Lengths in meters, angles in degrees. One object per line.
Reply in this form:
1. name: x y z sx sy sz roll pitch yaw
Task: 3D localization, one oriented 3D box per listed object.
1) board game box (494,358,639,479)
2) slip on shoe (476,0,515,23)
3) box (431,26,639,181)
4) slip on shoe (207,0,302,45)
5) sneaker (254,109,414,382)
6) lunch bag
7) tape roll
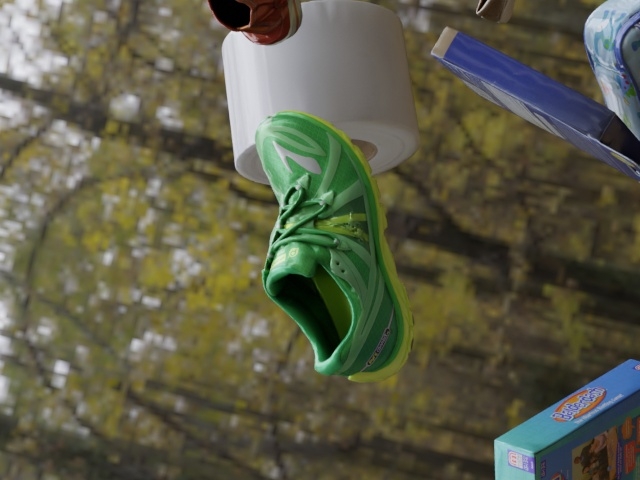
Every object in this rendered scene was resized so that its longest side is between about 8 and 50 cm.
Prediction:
1. board game box: 0.239 0.218 1.517 0.210 0.047 0.160 -22 -63 -43
2. slip on shoe: 0.235 -0.344 2.144 0.051 0.041 0.135 -109 32 -58
3. box: 0.221 -0.120 1.564 0.036 0.225 0.136 -58 -26 3
4. slip on shoe: -0.084 -0.285 1.906 0.101 0.123 0.331 -35 -2 -6
5. sneaker: 0.000 0.000 1.666 0.123 0.109 0.296 -5 -112 -45
6. lunch bag: 0.364 -0.160 1.624 0.176 0.090 0.219 -31 -64 -12
7. tape roll: 0.000 -0.187 2.195 0.246 0.246 0.169 53 -152 -70
